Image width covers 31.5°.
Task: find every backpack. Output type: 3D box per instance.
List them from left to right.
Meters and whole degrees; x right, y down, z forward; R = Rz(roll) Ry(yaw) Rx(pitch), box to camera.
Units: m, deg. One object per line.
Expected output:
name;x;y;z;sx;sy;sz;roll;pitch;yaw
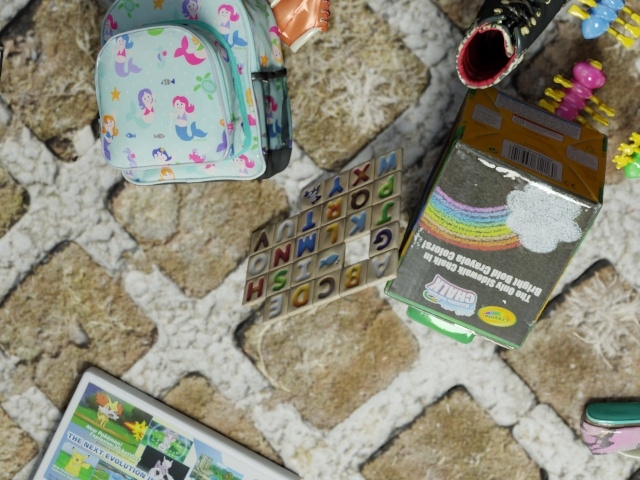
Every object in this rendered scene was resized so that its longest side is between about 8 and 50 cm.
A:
backpack;-0.160;-0.196;1.384;0.225;0.191;0.253;-1;94;23

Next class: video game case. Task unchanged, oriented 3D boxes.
video game case;-0.238;0.377;1.565;0.329;0.036;0.300;28;102;3

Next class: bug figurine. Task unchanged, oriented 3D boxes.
bug figurine;0.391;-0.192;1.365;0.279;0.072;0.216;33;110;-10

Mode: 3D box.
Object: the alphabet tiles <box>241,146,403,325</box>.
alphabet tiles;0.000;0.000;1.401;0.237;0.198;0.009;-22;135;31

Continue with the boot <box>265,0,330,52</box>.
boot;-0.004;-0.307;1.414;0.158;0.059;0.084;-42;95;20

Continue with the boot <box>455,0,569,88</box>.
boot;0.247;-0.284;1.281;0.085;0.178;0.236;37;132;-3

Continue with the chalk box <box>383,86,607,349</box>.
chalk box;0.197;-0.006;1.355;0.180;0.179;0.289;24;125;1

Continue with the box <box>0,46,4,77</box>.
box;-0.560;-0.126;1.500;0.243;0.076;0.307;11;101;5

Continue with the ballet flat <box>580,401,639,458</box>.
ballet flat;0.445;0.239;1.445;0.222;0.077;0.079;-8;117;13
